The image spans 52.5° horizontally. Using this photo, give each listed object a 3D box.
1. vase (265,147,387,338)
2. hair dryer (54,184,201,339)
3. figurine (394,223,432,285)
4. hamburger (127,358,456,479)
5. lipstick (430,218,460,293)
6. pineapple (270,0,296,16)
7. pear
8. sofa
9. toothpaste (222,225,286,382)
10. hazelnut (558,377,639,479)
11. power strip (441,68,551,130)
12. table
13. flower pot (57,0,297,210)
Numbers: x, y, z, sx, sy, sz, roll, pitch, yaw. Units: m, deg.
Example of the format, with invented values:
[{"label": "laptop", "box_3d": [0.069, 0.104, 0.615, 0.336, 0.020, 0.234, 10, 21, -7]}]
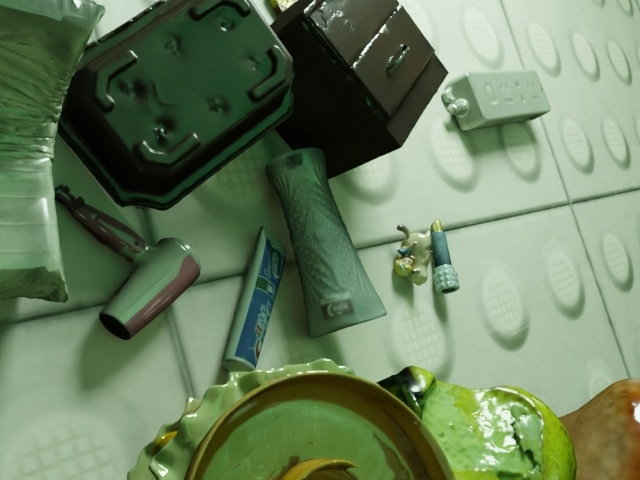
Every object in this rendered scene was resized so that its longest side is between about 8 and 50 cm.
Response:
[{"label": "vase", "box_3d": [0.000, 0.000, 0.781, 0.096, 0.096, 0.219, -10, 79, -45]}, {"label": "hair dryer", "box_3d": [-0.200, 0.009, 0.625, 0.154, 0.054, 0.106, 48, 51, -6]}, {"label": "figurine", "box_3d": [0.127, 0.021, 0.930, 0.050, 0.047, 0.083, 9, 74, -25]}, {"label": "hamburger", "box_3d": [-0.033, 0.244, 0.560, 0.274, 0.212, 0.274, 10, 66, -24]}, {"label": "lipstick", "box_3d": [0.183, 0.022, 0.986, 0.037, 0.037, 0.116, 12, 61, -40]}, {"label": "pineapple", "box_3d": [-0.044, -0.320, 0.914, 0.045, 0.019, 0.083, -38, 102, -39]}, {"label": "pear", "box_3d": [0.179, 0.279, 0.726, 0.255, 0.164, 0.238, 13, 53, -18]}, {"label": "sofa", "box_3d": [-0.279, -0.072, 0.479, 0.210, 0.176, 0.225, 7, 69, -42]}, {"label": "toothpaste", "box_3d": [-0.073, 0.076, 0.721, 0.057, 0.035, 0.197, 48, 44, -41]}, {"label": "hazelnut", "box_3d": [0.476, 0.380, 0.903, 0.315, 0.372, 0.372, 33, 48, -66]}, {"label": "power strip", "box_3d": [0.336, -0.267, 1.225, 0.338, 0.058, 0.098, -17, 87, -45]}, {"label": "table", "box_3d": [0.030, -0.216, 0.822, 0.193, 0.172, 0.169, 48, 53, -20]}, {"label": "flower pot", "box_3d": [-0.133, -0.156, 0.649, 0.251, 0.084, 0.179, -41, 105, -19]}]
